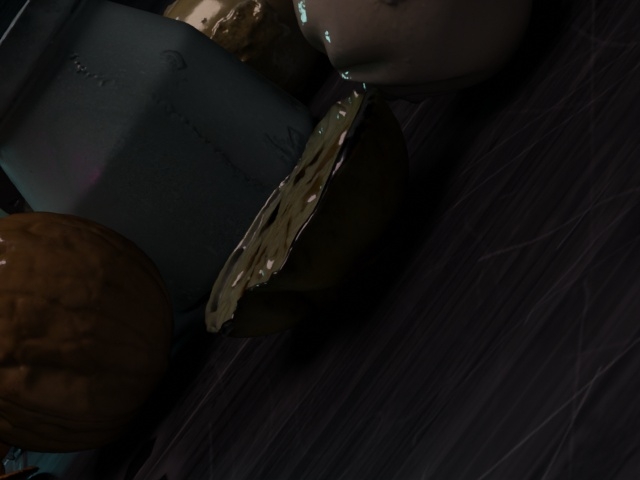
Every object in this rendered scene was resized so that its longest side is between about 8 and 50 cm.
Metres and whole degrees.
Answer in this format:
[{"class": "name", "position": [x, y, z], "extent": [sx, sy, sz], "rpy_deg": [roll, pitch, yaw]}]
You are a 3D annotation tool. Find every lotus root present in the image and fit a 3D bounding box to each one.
[{"class": "lotus root", "position": [0.002, -0.004, 1.188], "extent": [0.203, 0.078, 0.183], "rpy_deg": [-59, 11, -11]}]

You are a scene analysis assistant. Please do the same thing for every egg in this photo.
[{"class": "egg", "position": [-0.087, -0.201, 1.760], "extent": [0.201, 0.164, 0.164], "rpy_deg": [-35, 19, 17]}]

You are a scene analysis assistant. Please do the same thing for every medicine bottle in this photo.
[{"class": "medicine bottle", "position": [-0.187, -0.106, 1.600], "extent": [0.245, 0.290, 0.245], "rpy_deg": [-50, 14, 18]}]

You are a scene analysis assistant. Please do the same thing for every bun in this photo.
[{"class": "bun", "position": [0.062, -0.159, 1.203], "extent": [0.173, 0.173, 0.120], "rpy_deg": [-99, 20, -71]}]

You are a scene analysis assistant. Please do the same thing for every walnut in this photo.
[{"class": "walnut", "position": [-0.239, 0.080, 1.467], "extent": [0.228, 0.228, 0.228], "rpy_deg": [-49, 15, 18]}]

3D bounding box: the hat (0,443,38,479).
[{"class": "hat", "position": [-0.432, 0.171, 1.694], "extent": [0.233, 0.233, 0.244], "rpy_deg": [-21, -6, -10]}]

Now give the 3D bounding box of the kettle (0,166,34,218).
[{"class": "kettle", "position": [-0.311, -0.020, 1.997], "extent": [0.236, 0.161, 0.221], "rpy_deg": [94, -179, -66]}]

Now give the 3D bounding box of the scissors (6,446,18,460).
[{"class": "scissors", "position": [-0.285, 0.124, 1.729], "extent": [0.032, 0.180, 0.393], "rpy_deg": [-40, -12, -38]}]
